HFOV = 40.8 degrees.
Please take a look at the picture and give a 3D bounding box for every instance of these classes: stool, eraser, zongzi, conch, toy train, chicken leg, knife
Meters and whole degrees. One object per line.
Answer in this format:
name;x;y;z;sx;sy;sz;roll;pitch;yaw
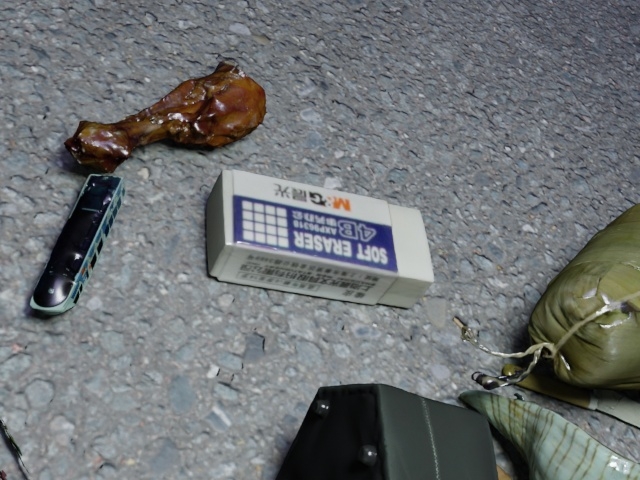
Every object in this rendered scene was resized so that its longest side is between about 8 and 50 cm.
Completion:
stool;0.054;0.248;0.804;0.141;0.232;0.232;20;46;-24
eraser;0.000;0.000;1.084;0.279;0.081;0.124;10;49;-21
zongzi;0.437;0.156;1.082;0.418;0.181;0.447;44;39;14
conch;0.307;0.295;0.950;0.386;0.203;0.169;22;63;20
toy train;-0.267;0.005;0.957;0.043;0.047;0.207;6;45;5
chicken leg;-0.193;-0.152;1.097;0.113;0.093;0.304;39;42;24
knife;0.375;0.214;1.154;0.298;0.017;0.047;21;40;-11

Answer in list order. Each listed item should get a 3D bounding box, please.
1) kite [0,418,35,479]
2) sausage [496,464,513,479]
kite;-0.241;0.245;0.737;0.015;0.152;0.285;-40;68;-5
sausage;0.249;0.422;0.824;0.500;0.136;0.123;58;14;23
